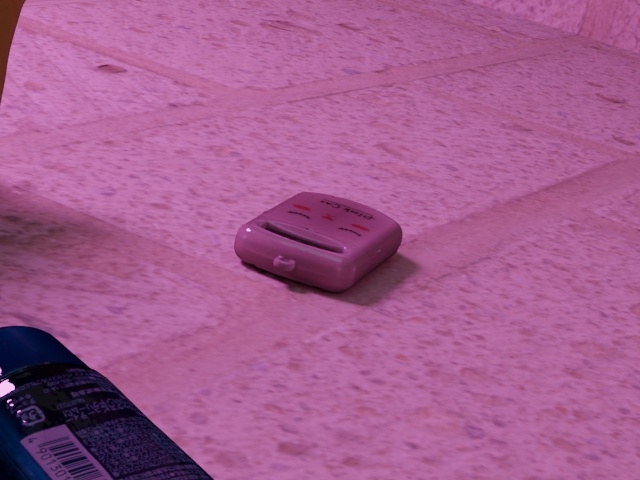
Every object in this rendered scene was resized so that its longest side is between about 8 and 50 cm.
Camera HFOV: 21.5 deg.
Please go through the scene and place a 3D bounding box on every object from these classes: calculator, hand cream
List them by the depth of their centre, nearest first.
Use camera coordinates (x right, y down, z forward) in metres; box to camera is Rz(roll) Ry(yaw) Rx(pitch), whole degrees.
[{"bbox_3d":[-0.092,0.129,0.814,0.120,0.061,0.270,-5,30,-42],"label":"hand cream"},{"bbox_3d":[0.000,0.000,1.320,0.100,0.032,0.175,18,18,15],"label":"calculator"}]

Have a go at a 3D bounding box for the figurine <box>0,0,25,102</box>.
[{"bbox_3d":[-0.441,-0.118,1.196,0.378,0.266,0.361,-13,35,24],"label":"figurine"}]
